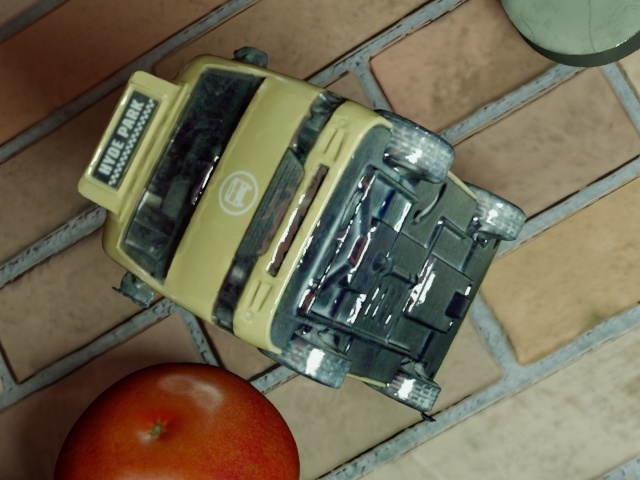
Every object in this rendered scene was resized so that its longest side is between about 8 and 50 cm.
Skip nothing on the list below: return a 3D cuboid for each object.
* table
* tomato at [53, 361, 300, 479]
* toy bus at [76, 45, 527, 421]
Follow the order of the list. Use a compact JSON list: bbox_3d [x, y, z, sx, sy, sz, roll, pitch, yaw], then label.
[{"bbox_3d":[0.209,-0.205,1.166,0.134,0.043,0.133,-3,80,17],"label":"table"},{"bbox_3d":[-0.110,0.181,1.130,0.195,0.136,0.195,-4,45,4],"label":"tomato"},{"bbox_3d":[0.000,0.000,1.031,0.202,0.365,0.177,26,88,22],"label":"toy bus"}]
